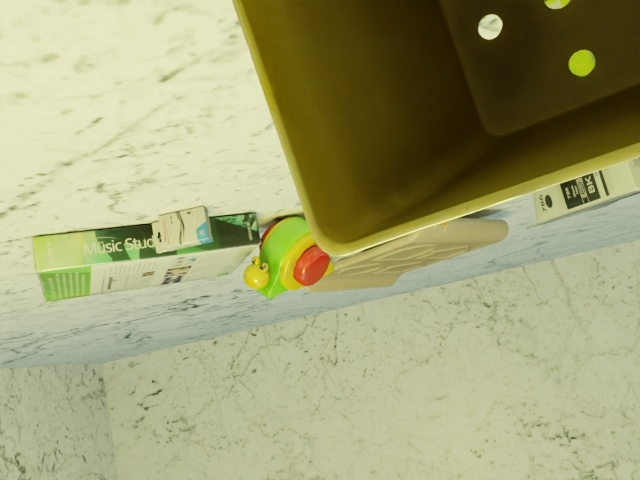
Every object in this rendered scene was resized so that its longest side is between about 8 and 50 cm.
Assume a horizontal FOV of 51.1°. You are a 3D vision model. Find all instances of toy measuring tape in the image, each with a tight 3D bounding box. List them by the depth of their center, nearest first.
[{"bbox_3d":[0.000,0.000,1.141,0.330,0.121,0.121,-24,180,-42],"label":"toy measuring tape"}]

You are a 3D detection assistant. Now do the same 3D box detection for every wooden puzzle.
[{"bbox_3d":[0.175,0.015,1.422,0.322,0.080,0.348,-1,159,-45],"label":"wooden puzzle"}]

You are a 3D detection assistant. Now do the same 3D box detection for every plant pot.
[{"bbox_3d":[0.097,-0.134,0.329,0.212,0.212,0.187,-20,179,32],"label":"plant pot"}]

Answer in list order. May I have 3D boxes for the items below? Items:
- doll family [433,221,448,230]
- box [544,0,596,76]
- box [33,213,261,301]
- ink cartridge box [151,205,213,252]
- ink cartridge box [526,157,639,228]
[{"bbox_3d":[0.149,-0.059,0.906,0.163,0.118,0.263,-18,167,28],"label":"doll family"},{"bbox_3d":[0.246,-0.144,0.620,0.042,0.109,0.178,-23,165,28],"label":"box"},{"bbox_3d":[-0.277,0.029,1.065,0.322,0.058,0.232,-9,168,-22],"label":"box"},{"bbox_3d":[-0.198,-0.014,0.945,0.083,0.048,0.028,-13,168,2],"label":"ink cartridge box"},{"bbox_3d":[0.437,-0.088,0.997,0.165,0.065,0.332,-16,174,-10],"label":"ink cartridge box"}]
